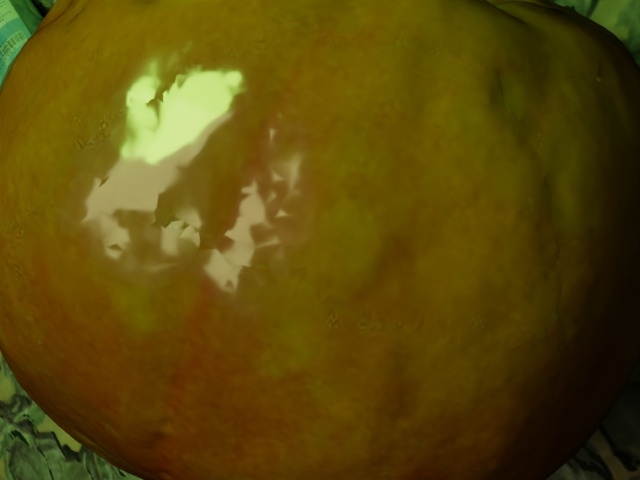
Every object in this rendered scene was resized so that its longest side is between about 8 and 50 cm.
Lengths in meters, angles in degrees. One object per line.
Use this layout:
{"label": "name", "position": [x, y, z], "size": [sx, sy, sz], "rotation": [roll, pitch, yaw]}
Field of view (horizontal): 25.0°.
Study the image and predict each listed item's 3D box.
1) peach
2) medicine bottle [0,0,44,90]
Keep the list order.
{"label": "peach", "position": [0.000, 0.000, 0.726], "size": [0.343, 0.343, 0.301], "rotation": [34, 108, 38]}
{"label": "medicine bottle", "position": [-0.270, -0.177, 1.183], "size": [0.208, 0.054, 0.090], "rotation": [55, 132, 27]}
